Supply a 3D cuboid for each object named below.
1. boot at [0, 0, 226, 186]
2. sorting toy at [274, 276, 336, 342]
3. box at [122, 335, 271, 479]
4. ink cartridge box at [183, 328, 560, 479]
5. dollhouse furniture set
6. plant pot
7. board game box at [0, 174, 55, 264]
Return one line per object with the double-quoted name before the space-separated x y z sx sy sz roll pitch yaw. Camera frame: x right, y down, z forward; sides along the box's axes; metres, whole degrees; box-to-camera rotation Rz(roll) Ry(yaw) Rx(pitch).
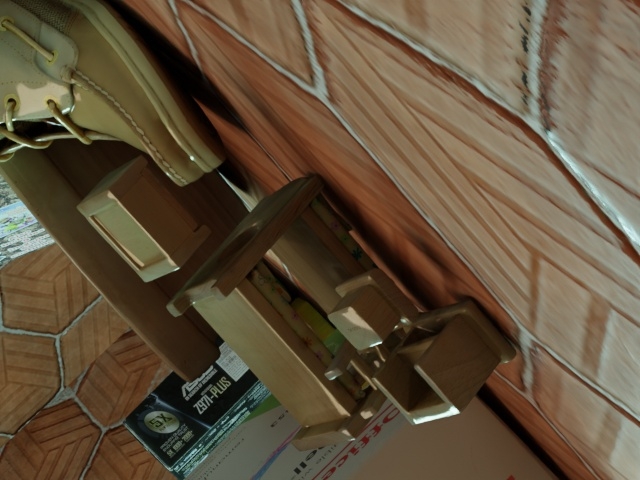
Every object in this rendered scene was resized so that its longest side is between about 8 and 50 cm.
"boot" -0.194 -0.064 1.162 0.262 0.203 0.095 42 172 36
"sorting toy" -0.006 0.086 1.604 0.208 0.038 0.193 45 174 49
"box" -0.114 0.172 2.101 0.077 0.180 0.147 43 173 15
"ink cartridge box" 0.023 0.176 1.209 0.119 0.207 0.353 47 173 -12
"dollhouse furniture set" 0.000 0.000 0.989 0.182 0.101 0.161 49 148 -13
"plant pot" -0.124 -0.026 1.316 0.237 0.110 0.237 50 177 4
"board game box" -0.320 -0.116 1.475 0.291 0.141 0.232 53 -164 -74
